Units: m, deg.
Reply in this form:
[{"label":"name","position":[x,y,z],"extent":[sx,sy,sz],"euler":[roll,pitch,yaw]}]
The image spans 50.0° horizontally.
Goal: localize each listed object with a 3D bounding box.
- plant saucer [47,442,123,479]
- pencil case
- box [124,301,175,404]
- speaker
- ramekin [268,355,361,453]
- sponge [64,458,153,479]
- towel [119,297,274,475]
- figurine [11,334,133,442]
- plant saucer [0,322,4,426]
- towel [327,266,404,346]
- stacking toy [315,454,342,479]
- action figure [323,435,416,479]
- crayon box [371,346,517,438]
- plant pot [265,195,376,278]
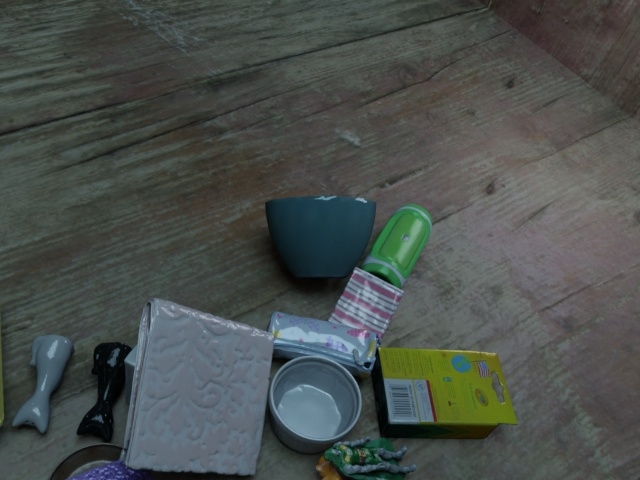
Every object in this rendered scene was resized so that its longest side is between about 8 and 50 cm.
[{"label":"plant saucer","position":[-0.438,0.499,1.351],"extent":[0.198,0.036,0.199],"euler":[8,49,-9]},{"label":"pencil case","position":[0.000,0.251,1.634],"extent":[0.273,0.114,0.124],"euler":[13,27,0]},{"label":"box","position":[-0.325,0.268,1.487],"extent":[0.119,0.181,0.182],"euler":[26,48,9]},{"label":"speaker","position":[0.210,0.027,1.891],"extent":[0.131,0.131,0.296],"euler":[27,48,9]},{"label":"ramekin","position":[-0.019,0.373,1.531],"extent":[0.207,0.109,0.207],"euler":[8,47,-9]},{"label":"sponge","position":[-0.423,0.496,1.313],"extent":[0.210,0.031,0.117],"euler":[-14,55,-27]},{"label":"towel","position":[-0.237,0.305,1.383],"extent":[0.331,0.053,0.317],"euler":[25,64,-45]},{"label":"figurine","position":[-0.526,0.317,1.459],"extent":[0.214,0.092,0.209],"euler":[9,52,-7]},{"label":"plant saucer","position":[-0.829,0.281,1.404],"extent":[0.332,0.081,0.333],"euler":[-6,51,-21]},{"label":"towel","position":[0.109,0.181,1.737],"extent":[0.144,0.029,0.197],"euler":[26,76,8]},{"label":"stacking toy","position":[0.048,0.560,1.374],"extent":[0.175,0.166,0.302],"euler":[11,34,-28]},{"label":"action figure","position":[0.100,0.465,1.460],"extent":[0.232,0.063,0.137],"euler":[16,28,-36]},{"label":"crayon box","position":[0.290,0.366,1.643],"extent":[0.318,0.081,0.202],"euler":[5,49,-11]},{"label":"plant pot","position":[0.000,0.000,1.787],"extent":[0.290,0.290,0.196],"euler":[1,86,-15]}]
